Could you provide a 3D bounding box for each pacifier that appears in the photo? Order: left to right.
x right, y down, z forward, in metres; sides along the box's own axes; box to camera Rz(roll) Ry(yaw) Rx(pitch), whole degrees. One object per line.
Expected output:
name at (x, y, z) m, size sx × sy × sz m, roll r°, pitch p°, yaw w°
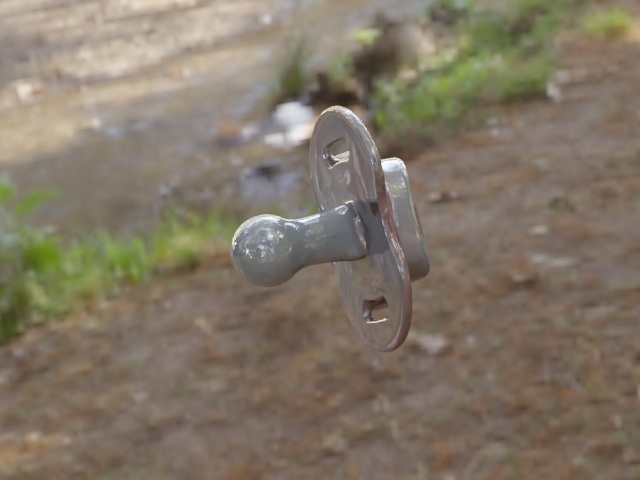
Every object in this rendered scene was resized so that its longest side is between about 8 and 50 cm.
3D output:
pacifier at (0.000, 0.000, 0.722) m, size 0.078 × 0.099 × 0.081 m, roll -14°, pitch -3°, yaw -23°
